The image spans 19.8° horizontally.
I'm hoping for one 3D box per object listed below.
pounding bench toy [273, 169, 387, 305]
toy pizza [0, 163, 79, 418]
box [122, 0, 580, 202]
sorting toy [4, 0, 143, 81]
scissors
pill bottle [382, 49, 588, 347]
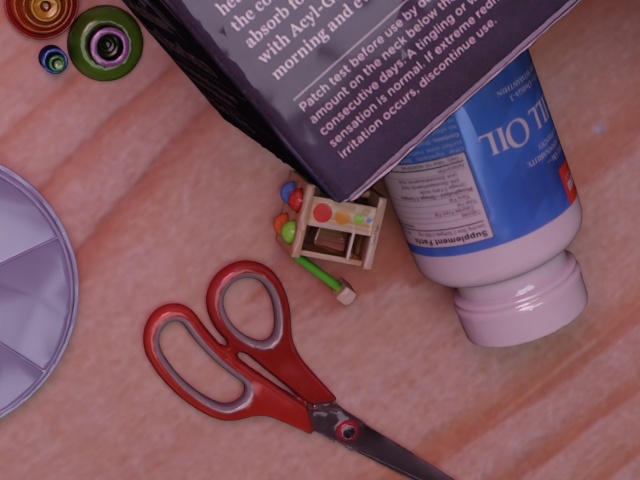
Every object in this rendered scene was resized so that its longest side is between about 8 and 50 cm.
[{"bbox_3d":[0.000,0.000,1.275,0.065,0.052,0.083,9,100,-17],"label":"pounding bench toy"},{"bbox_3d":[-0.262,0.035,1.223,0.201,0.032,0.201,-4,105,-15],"label":"toy pizza"},{"bbox_3d":[-0.068,-0.253,1.070,0.212,0.293,0.395,-42,109,-3],"label":"box"},{"bbox_3d":[-0.162,-0.136,1.204,0.102,0.042,0.061,31,94,-20],"label":"sorting toy"},{"bbox_3d":[-0.002,0.134,1.327,0.109,0.021,0.297,-45,111,-4],"label":"scissors"},{"bbox_3d":[0.107,-0.045,1.256,0.124,0.124,0.221,-25,109,-8],"label":"pill bottle"}]
